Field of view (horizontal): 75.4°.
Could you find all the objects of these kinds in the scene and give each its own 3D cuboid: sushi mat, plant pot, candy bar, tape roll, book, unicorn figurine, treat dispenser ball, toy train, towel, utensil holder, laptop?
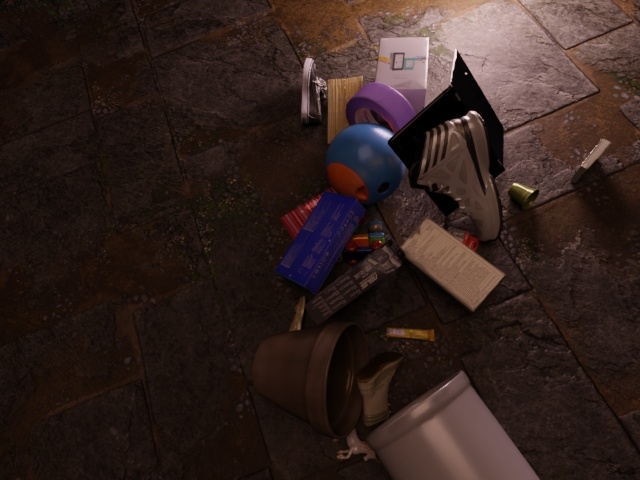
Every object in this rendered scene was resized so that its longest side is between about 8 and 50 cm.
[{"bbox_3d":[0.104,-0.546,1.735,0.152,0.019,0.316,-1,74,7],"label":"sushi mat"},{"bbox_3d":[-0.038,0.391,1.241,0.281,0.323,0.323,1,66,27],"label":"plant pot"},{"bbox_3d":[0.292,0.306,1.358,0.162,0.018,0.040,1,64,10],"label":"candy bar"},{"bbox_3d":[0.228,-0.449,1.552,0.275,0.275,0.090,36,73,21],"label":"tape roll"},{"bbox_3d":[0.714,-0.166,1.470,0.083,0.083,0.079,-38,55,-8],"label":"plant pot"},{"bbox_3d":[0.954,-0.279,1.467,0.035,0.096,0.144,39,77,21],"label":"book"},{"bbox_3d":[0.095,0.606,1.235,0.111,0.060,0.161,-24,66,-1],"label":"unicorn figurine"},{"bbox_3d":[0.160,-0.274,1.481,0.288,0.288,0.288,-3,66,7],"label":"treat dispenser ball"},{"bbox_3d":[0.110,0.003,1.478,0.248,0.105,0.143,-3,56,8],"label":"toy train"},{"bbox_3d":[0.008,-0.084,1.565,0.275,0.031,0.199,-32,65,-5],"label":"towel"},{"bbox_3d":[0.354,0.592,1.061,0.328,0.327,0.385,-32,68,-6],"label":"utensil holder"},{"bbox_3d":[0.468,-0.379,1.479,0.408,0.382,0.236,-41,27,11],"label":"laptop"}]

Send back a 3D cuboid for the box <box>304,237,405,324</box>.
[{"bbox_3d":[0.116,0.118,1.289,0.307,0.242,0.076,-38,86,14],"label":"box"}]

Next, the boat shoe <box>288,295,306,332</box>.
[{"bbox_3d":[-0.079,0.262,1.416,0.048,0.056,0.153,8,76,7],"label":"boat shoe"}]

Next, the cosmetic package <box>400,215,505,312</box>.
[{"bbox_3d":[0.426,0.081,1.369,0.309,0.113,0.160,42,91,23],"label":"cosmetic package"}]

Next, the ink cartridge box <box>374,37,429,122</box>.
[{"bbox_3d":[0.325,-0.641,1.664,0.197,0.198,0.270,4,67,11],"label":"ink cartridge box"}]

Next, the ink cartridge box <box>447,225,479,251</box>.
[{"bbox_3d":[0.496,-0.003,1.454,0.115,0.029,0.062,21,72,17],"label":"ink cartridge box"}]

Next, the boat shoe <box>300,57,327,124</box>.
[{"bbox_3d":[-0.025,-0.638,1.766,0.105,0.113,0.306,1,70,2],"label":"boat shoe"}]

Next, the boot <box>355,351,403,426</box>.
[{"bbox_3d":[0.190,0.449,1.271,0.077,0.213,0.165,0,102,42],"label":"boot"}]

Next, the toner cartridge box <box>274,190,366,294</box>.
[{"bbox_3d":[0.000,0.000,1.437,0.165,0.075,0.347,20,74,45],"label":"toner cartridge box"}]

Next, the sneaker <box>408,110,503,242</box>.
[{"bbox_3d":[0.434,-0.173,1.375,0.258,0.447,0.169,-18,21,8],"label":"sneaker"}]
